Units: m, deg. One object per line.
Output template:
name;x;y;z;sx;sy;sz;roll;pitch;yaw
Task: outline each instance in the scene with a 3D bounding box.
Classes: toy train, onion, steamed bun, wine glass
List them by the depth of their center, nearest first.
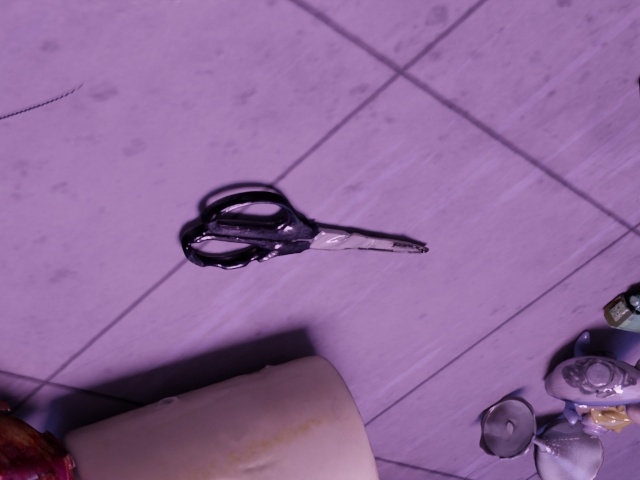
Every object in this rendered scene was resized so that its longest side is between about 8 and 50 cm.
onion;-0.354;0.216;1.137;0.230;0.163;0.230;-6;175;-1
steamed bun;-0.102;0.361;1.359;0.371;0.290;0.456;-15;146;-17
toy train;0.444;0.096;1.562;0.148;0.038;0.071;12;135;-43
wine glass;0.316;0.294;1.689;0.122;0.122;0.183;-40;140;22

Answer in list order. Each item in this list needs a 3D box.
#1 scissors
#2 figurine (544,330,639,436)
scissors;0.000;0.000;1.170;0.300;0.022;0.109;7;139;-39
figurine;0.401;0.206;1.586;0.208;0.128;0.184;5;162;33
